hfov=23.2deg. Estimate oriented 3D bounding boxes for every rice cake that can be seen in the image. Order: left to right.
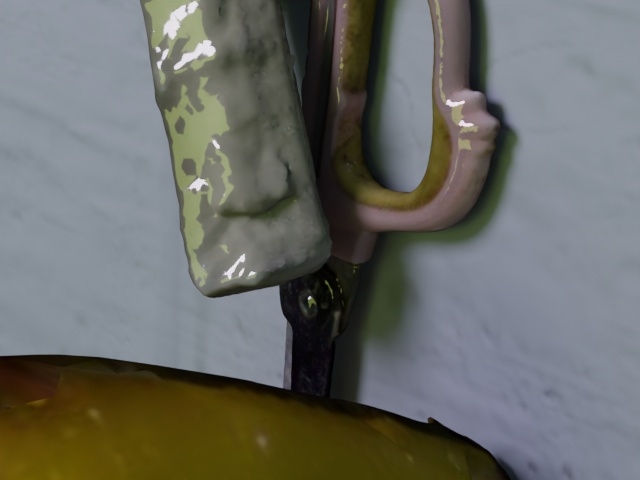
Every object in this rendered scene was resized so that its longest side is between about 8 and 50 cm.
[{"bbox_3d":[-0.045,-0.106,0.588,0.052,0.057,0.256,-8,94,48],"label":"rice cake"}]

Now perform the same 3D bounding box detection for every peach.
[{"bbox_3d":[-0.024,0.215,0.518,0.242,0.306,0.380,-34,81,33],"label":"peach"}]

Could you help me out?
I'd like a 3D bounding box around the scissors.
[{"bbox_3d":[0.000,0.000,0.633,0.160,0.024,0.318,24,117,38],"label":"scissors"}]
